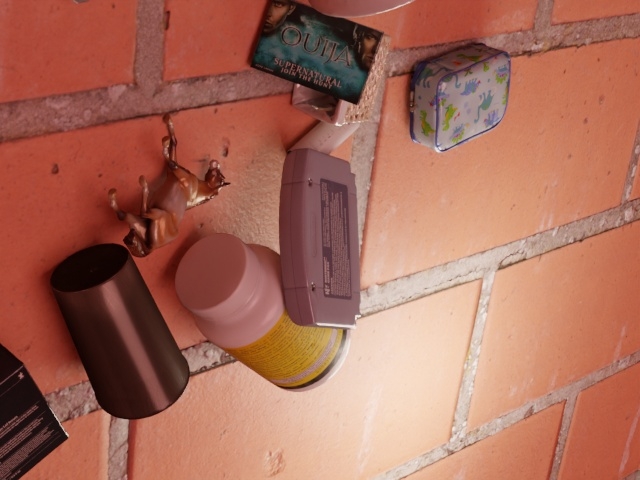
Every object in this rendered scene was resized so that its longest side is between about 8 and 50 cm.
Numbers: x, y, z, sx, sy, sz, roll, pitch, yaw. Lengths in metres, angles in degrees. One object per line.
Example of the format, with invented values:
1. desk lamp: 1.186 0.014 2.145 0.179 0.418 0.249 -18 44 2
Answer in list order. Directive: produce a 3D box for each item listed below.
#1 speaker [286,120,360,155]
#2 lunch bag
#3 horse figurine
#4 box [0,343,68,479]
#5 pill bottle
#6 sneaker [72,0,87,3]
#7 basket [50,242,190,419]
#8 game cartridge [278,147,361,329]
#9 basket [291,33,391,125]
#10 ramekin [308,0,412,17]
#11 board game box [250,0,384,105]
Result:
1. speaker: 0.005 -0.177 2.049 0.136 0.055 0.055 -44 138 -20
2. lunch bag: 0.265 -0.271 2.242 0.219 0.090 0.176 -27 129 -34
3. horse figurine: -0.242 -0.064 1.813 0.174 0.066 0.263 72 35 -44
4. box: -0.529 0.299 1.728 0.261 0.103 0.184 -40 139 -23
5. pill bottle: -0.099 0.121 2.012 0.188 0.188 0.334 -55 141 -7
6. sneaker: -0.271 -0.409 1.593 0.215 0.083 0.084 -54 142 -6
7. basket: -0.314 0.132 1.806 0.154 0.204 0.227 -27 123 -14
8. game cartridge: 0.000 0.000 1.968 0.196 0.060 0.294 15 72 -63
9. basket: 0.038 -0.287 1.973 0.103 0.113 0.167 -7 117 -47
10. ramekin: 0.084 -0.476 1.791 0.277 0.277 0.135 -43 130 -20
11. board game box: -0.005 -0.306 1.878 0.026 0.186 0.126 -63 173 -78
